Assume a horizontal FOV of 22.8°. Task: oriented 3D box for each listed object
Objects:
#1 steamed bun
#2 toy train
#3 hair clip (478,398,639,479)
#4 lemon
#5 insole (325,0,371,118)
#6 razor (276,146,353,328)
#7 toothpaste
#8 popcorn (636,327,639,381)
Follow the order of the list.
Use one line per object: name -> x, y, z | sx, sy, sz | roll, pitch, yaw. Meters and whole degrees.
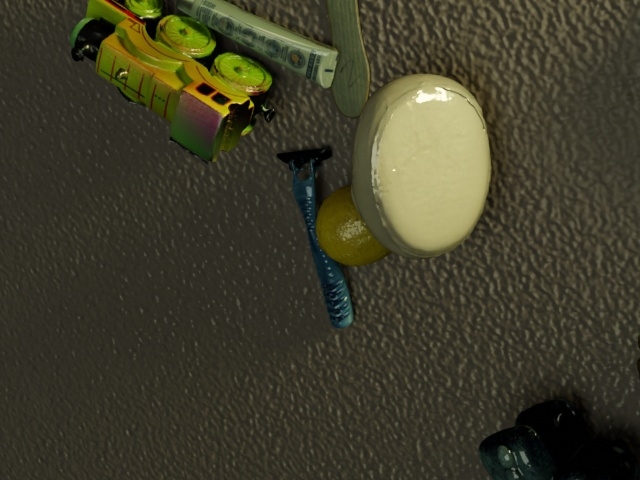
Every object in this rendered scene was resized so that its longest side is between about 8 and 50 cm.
steamed bun -> 0.115, -0.093, 1.954 | 0.131, 0.177, 0.228 | -154, 54, -63
toy train -> -0.203, -0.227, 2.102 | 0.296, 0.160, 0.100 | 33, 132, 16
hair clip -> 0.329, 0.362, 2.019 | 0.206, 0.194, 0.310 | 4, 112, 41
lemon -> 0.051, -0.021, 2.060 | 0.133, 0.109, 0.109 | -30, 93, 32
insole -> 0.033, -0.246, 2.036 | 0.064, 0.004, 0.188 | 6, 114, 30
razor -> 0.000, 0.000, 2.146 | 0.082, 0.042, 0.253 | -3, 110, 33
toothpaste -> -0.083, -0.271, 2.079 | 0.239, 0.039, 0.062 | 28, 128, 18
popcorn -> 0.517, 0.168, 1.735 | 0.321, 0.290, 0.325 | 56, 159, -17
